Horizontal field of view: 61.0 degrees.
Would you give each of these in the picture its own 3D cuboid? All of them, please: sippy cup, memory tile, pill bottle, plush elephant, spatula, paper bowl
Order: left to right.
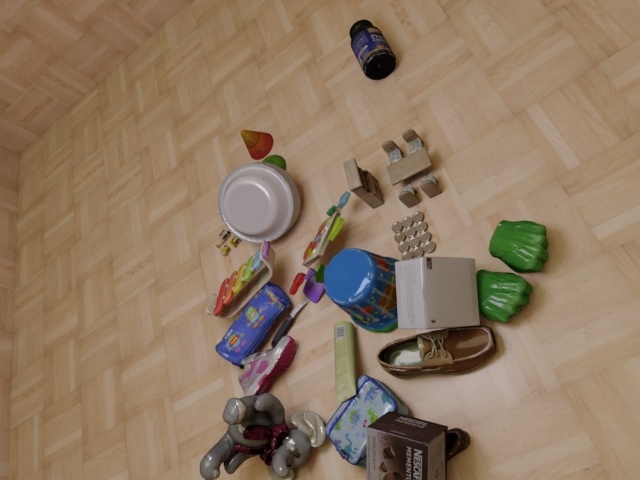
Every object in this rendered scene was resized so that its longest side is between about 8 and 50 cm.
[{"bbox_3d":[-0.224,-0.128,1.898,0.284,0.148,0.284,3,102,14],"label":"paper bowl"},{"bbox_3d":[-0.142,0.583,1.567,0.255,0.330,0.271,30,103,17],"label":"plush elephant"},{"bbox_3d":[-0.079,0.234,1.798,0.084,0.030,0.296,39,95,40],"label":"spatula"},{"bbox_3d":[0.130,0.130,1.573,0.305,0.224,0.240,-27,57,24],"label":"sippy cup"},{"bbox_3d":[0.180,-0.692,1.957,0.123,0.123,0.219,-32,56,20],"label":"pill bottle"},{"bbox_3d":[0.282,-0.010,1.664,0.113,0.012,0.148,-28,58,23],"label":"memory tile"}]

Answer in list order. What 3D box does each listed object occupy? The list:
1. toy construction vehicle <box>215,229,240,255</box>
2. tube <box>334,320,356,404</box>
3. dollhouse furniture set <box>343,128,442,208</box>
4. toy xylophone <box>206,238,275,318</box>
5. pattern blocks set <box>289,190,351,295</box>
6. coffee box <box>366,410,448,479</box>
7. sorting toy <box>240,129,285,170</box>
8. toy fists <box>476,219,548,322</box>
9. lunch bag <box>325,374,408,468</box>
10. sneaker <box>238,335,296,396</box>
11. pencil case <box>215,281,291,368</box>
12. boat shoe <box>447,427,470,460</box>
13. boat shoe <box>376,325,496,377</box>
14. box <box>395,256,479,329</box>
[{"bbox_3d":[-0.354,0.007,2.090,0.086,0.035,0.098,42,99,28],"label":"toy construction vehicle"},{"bbox_3d":[0.071,0.353,1.590,0.062,0.070,0.240,-5,49,6],"label":"tube"},{"bbox_3d":[0.221,-0.218,1.699,0.242,0.161,0.212,-26,57,24],"label":"dollhouse furniture set"},{"bbox_3d":[-0.261,0.129,1.861,0.322,0.081,0.236,-48,19,13],"label":"toy xylophone"},{"bbox_3d":[0.000,0.000,1.740,0.285,0.026,0.324,-46,17,52],"label":"pattern blocks set"},{"bbox_3d":[0.209,0.592,1.322,0.168,0.119,0.297,4,97,36],"label":"coffee box"},{"bbox_3d":[-0.225,-0.309,2.074,0.127,0.126,0.365,-38,53,16],"label":"sorting toy"},{"bbox_3d":[0.503,0.080,1.421,0.142,0.096,0.279,21,84,52],"label":"toy fists"},{"bbox_3d":[0.122,0.496,1.499,0.219,0.090,0.176,-54,37,3],"label":"lunch bag"},{"bbox_3d":[-0.182,0.396,1.743,0.111,0.103,0.252,41,95,27],"label":"sneaker"},{"bbox_3d":[-0.221,0.286,1.817,0.306,0.119,0.133,-53,51,4],"label":"pencil case"},{"bbox_3d":[0.284,0.545,1.386,0.207,0.073,0.073,-44,55,13],"label":"boat shoe"},{"bbox_3d":[0.299,0.299,1.449,0.324,0.120,0.122,-22,60,26],"label":"boat shoe"},{"bbox_3d":[0.302,0.137,1.412,0.119,0.182,0.180,-15,75,62],"label":"box"}]
